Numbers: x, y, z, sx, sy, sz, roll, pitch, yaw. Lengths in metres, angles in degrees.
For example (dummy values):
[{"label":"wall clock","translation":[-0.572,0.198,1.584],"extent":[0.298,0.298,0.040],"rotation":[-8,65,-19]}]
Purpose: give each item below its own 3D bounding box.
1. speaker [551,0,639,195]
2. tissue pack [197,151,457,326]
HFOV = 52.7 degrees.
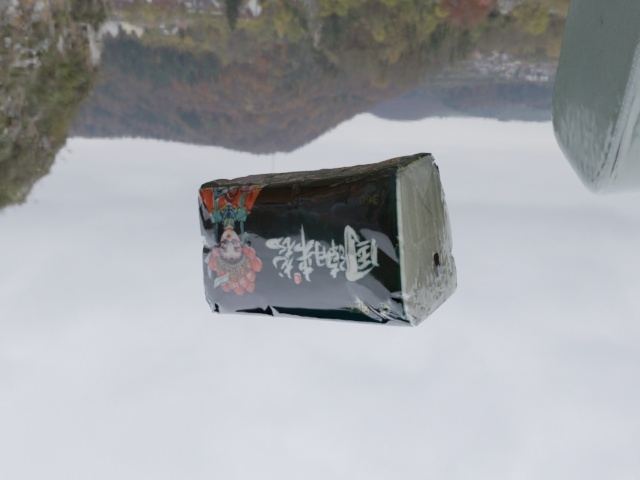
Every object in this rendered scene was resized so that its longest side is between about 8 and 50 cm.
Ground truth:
[{"label":"speaker","translation":[0.340,-0.241,0.552],"extent":[0.184,0.406,0.183],"rotation":[-3,-143,0]},{"label":"tissue pack","translation":[0.001,0.000,0.450],"extent":[0.170,0.103,0.090],"rotation":[-3,-172,34]}]
